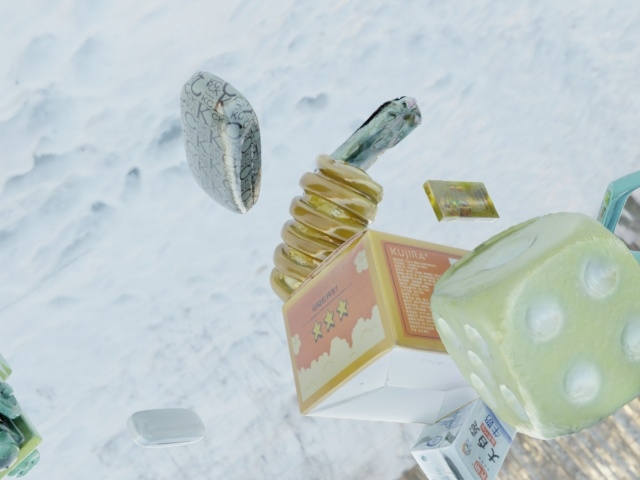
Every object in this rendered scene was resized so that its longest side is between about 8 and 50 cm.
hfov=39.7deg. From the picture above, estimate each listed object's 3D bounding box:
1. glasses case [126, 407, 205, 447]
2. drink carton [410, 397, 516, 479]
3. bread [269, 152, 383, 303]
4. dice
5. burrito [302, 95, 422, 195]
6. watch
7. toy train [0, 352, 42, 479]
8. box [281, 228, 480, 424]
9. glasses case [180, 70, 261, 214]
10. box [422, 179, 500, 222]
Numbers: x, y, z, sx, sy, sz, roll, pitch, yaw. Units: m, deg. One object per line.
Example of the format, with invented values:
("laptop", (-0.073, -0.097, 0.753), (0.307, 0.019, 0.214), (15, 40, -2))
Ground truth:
("glasses case", (-0.313, 0.381, 1.810), (0.049, 0.074, 0.193), (-47, 150, 23))
("drink carton", (0.295, 0.336, 1.677), (0.106, 0.131, 0.315), (-22, -162, 42))
("bread", (0.000, 0.000, 1.685), (0.121, 0.172, 0.311), (1, 112, -55))
("dice", (0.225, 0.082, 0.895), (0.166, 0.169, 0.169), (-33, -171, -11))
("burrito", (0.081, -0.183, 1.825), (0.309, 0.066, 0.096), (-42, 141, 9))
("watch", (0.682, -0.047, 1.860), (0.068, 0.195, 0.237), (-80, 178, -55))
("toy train", (-0.554, 0.247, 1.404), (0.150, 0.369, 0.237), (-42, 146, -9))
("box", (0.131, 0.142, 1.400), (0.283, 0.214, 0.259), (12, 144, -32))
("glasses case", (-0.169, -0.158, 1.530), (0.085, 0.137, 0.355), (-48, 165, -22))
("box", (0.270, -0.074, 1.695), (0.156, 0.089, 0.022), (1, 146, -37))
